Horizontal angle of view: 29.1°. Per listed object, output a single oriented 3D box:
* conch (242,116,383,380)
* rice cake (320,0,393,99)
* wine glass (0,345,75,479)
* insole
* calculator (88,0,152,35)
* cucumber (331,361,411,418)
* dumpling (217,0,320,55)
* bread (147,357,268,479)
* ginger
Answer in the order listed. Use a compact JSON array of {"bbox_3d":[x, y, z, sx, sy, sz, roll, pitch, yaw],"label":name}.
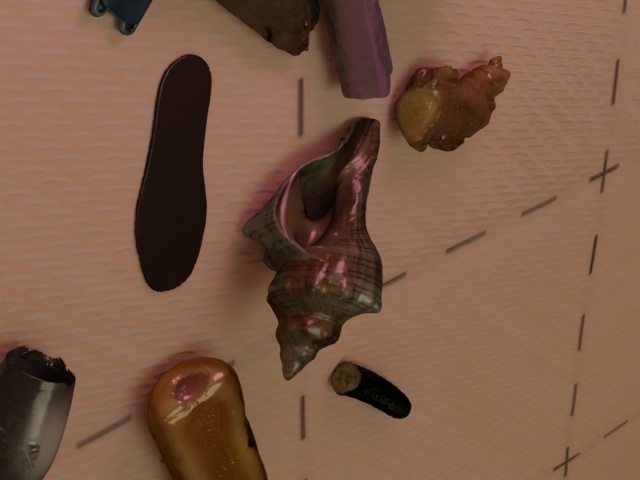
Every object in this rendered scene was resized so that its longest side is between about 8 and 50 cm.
[{"bbox_3d":[-0.008,0.006,1.688,0.203,0.169,0.386,24,55,-26],"label":"conch"},{"bbox_3d":[0.029,-0.333,1.547,0.064,0.070,0.399,-69,153,-42],"label":"rice cake"},{"bbox_3d":[-0.370,0.236,1.486,0.111,0.111,0.204,10,108,-48],"label":"wine glass"},{"bbox_3d":[-0.183,-0.078,1.558,0.111,0.007,0.327,-15,124,-40],"label":"insole"},{"bbox_3d":[-0.205,-0.303,1.385,0.094,0.019,0.141,29,91,-50],"label":"calculator"},{"bbox_3d":[0.094,0.250,2.011,0.215,0.052,0.058,33,81,-50],"label":"cucumber"},{"bbox_3d":[-0.068,-0.331,1.449,0.332,0.086,0.166,19,99,-56],"label":"dumpling"},{"bbox_3d":[-0.161,0.295,1.751,0.142,0.091,0.305,-29,133,-20],"label":"bread"},{"bbox_3d":[0.199,-0.198,1.822,0.213,0.074,0.137,-18,126,-45],"label":"ginger"}]
